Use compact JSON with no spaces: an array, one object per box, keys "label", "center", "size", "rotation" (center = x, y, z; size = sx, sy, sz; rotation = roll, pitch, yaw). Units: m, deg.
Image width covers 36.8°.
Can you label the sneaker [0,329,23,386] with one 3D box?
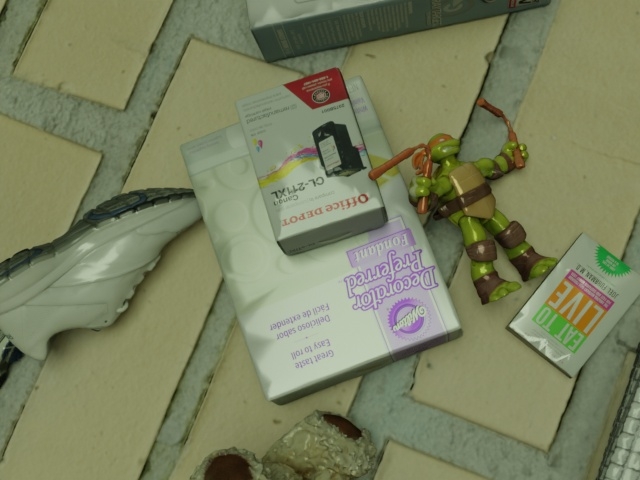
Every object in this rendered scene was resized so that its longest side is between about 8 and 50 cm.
[{"label":"sneaker","center":[-0.405,0.131,1.201],"size":[0.058,0.052,0.135],"rotation":[35,82,21]}]

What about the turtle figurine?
[{"label":"turtle figurine","center":[0.168,-0.037,1.111],"size":[0.087,0.269,0.217],"rotation":[-32,84,45]}]

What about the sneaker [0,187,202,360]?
[{"label":"sneaker","center":[-0.268,0.032,1.185],"size":[0.297,0.111,0.129],"rotation":[-31,110,-12]}]

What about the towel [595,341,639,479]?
[{"label":"towel","center":[0.423,0.245,1.028],"size":[0.235,0.121,0.283],"rotation":[21,79,10]}]

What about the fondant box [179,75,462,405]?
[{"label":"fondant box","center":[0.000,0.000,1.151],"size":[0.238,0.096,0.330],"rotation":[-21,76,2]}]

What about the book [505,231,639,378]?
[{"label":"book","center":[0.300,0.076,1.127],"size":[0.096,0.035,0.144],"rotation":[38,84,10]}]

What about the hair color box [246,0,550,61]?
[{"label":"hair color box","center":[0.090,-0.363,1.211],"size":[0.374,0.113,0.185],"rotation":[-11,77,6]}]

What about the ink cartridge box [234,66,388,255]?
[{"label":"ink cartridge box","center":[-0.009,-0.088,1.085],"size":[0.127,0.072,0.175],"rotation":[-18,75,2]}]

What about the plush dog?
[{"label":"plush dog","center":[-0.025,0.339,1.035],"size":[0.225,0.262,0.210],"rotation":[47,120,24]}]
